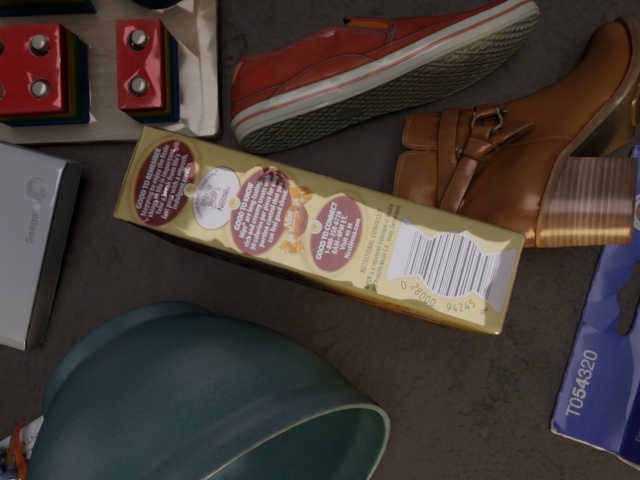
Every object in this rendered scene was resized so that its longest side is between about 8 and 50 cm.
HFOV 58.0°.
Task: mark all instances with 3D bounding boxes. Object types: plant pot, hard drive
[{"bbox_3d":[-0.114,0.176,0.490,0.293,0.293,0.196,-44,56,-3],"label":"plant pot"},{"bbox_3d":[-0.424,-0.024,0.610,0.308,0.040,0.203,15,95,5],"label":"hard drive"}]

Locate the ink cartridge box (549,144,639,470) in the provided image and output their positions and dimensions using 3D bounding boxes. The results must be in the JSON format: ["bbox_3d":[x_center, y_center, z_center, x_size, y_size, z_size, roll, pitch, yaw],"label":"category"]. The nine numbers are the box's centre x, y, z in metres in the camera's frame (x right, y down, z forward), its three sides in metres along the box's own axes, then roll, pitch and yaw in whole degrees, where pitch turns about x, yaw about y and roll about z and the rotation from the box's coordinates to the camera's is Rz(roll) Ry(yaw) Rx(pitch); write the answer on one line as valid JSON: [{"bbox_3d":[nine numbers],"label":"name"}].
[{"bbox_3d":[0.437,0.096,0.563,0.330,0.071,0.324,18,85,3],"label":"ink cartridge box"}]

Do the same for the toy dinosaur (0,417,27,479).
[{"bbox_3d":[-0.287,0.232,0.545,0.082,0.047,0.090,45,75,-11],"label":"toy dinosaur"}]

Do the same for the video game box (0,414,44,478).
[{"bbox_3d":[-0.265,0.285,0.579,0.187,0.048,0.205,-32,83,0],"label":"video game box"}]

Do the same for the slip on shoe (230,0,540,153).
[{"bbox_3d":[0.059,-0.188,0.592,0.331,0.123,0.101,-18,79,5],"label":"slip on shoe"}]

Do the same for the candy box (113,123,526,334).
[{"bbox_3d":[0.000,0.000,0.533,0.317,0.183,0.087,17,83,4],"label":"candy box"}]

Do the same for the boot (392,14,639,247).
[{"bbox_3d":[0.201,-0.116,0.589,0.220,0.109,0.283,5,64,27],"label":"boot"}]

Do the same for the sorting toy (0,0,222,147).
[{"bbox_3d":[-0.242,-0.236,0.608,0.257,0.089,0.255,-2,88,3],"label":"sorting toy"}]
